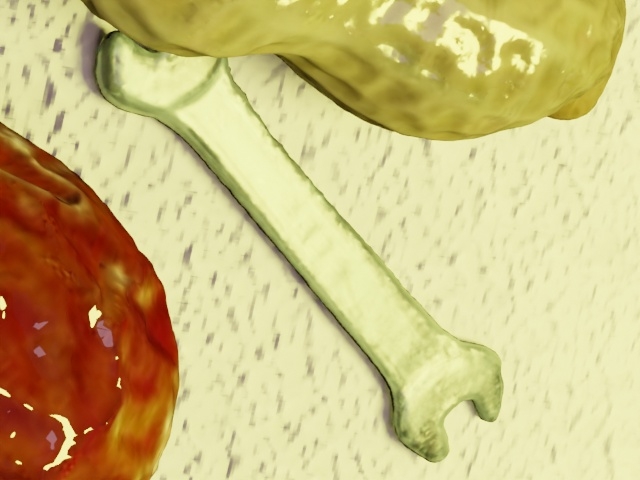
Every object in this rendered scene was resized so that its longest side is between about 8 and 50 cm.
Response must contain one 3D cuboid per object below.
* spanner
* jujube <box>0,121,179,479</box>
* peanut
[{"bbox_3d":[0.000,0.000,0.883,0.071,0.017,0.302,-45,120,-10],"label":"spanner"},{"bbox_3d":[-0.217,0.012,0.674,0.342,0.216,0.216,36,86,-16],"label":"jujube"},{"bbox_3d":[0.019,-0.122,0.801,0.298,0.120,0.136,17,91,-34],"label":"peanut"}]
